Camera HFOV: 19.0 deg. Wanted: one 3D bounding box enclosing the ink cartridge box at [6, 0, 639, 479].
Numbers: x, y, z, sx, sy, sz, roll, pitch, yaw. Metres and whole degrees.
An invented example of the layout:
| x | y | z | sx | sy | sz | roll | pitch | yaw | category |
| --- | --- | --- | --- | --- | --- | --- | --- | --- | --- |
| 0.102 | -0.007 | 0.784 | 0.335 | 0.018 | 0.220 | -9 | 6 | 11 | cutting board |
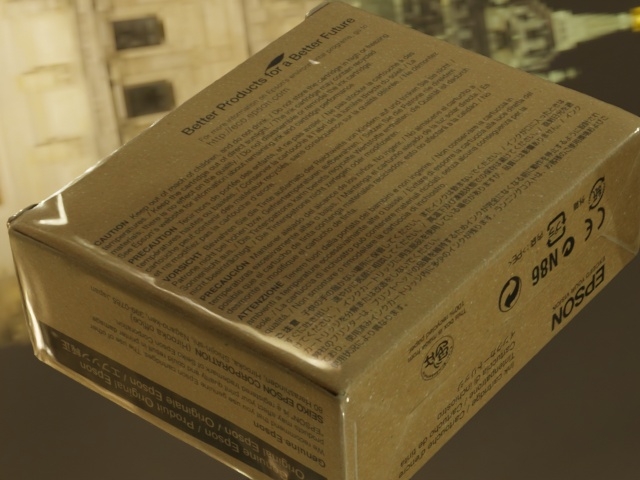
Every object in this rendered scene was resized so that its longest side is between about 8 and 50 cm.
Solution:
| x | y | z | sx | sy | sz | roll | pitch | yaw | category |
| --- | --- | --- | --- | --- | --- | --- | --- | --- | --- |
| 0.009 | 0.000 | 0.879 | 0.193 | 0.235 | 0.088 | 25 | -43 | 32 | ink cartridge box |
